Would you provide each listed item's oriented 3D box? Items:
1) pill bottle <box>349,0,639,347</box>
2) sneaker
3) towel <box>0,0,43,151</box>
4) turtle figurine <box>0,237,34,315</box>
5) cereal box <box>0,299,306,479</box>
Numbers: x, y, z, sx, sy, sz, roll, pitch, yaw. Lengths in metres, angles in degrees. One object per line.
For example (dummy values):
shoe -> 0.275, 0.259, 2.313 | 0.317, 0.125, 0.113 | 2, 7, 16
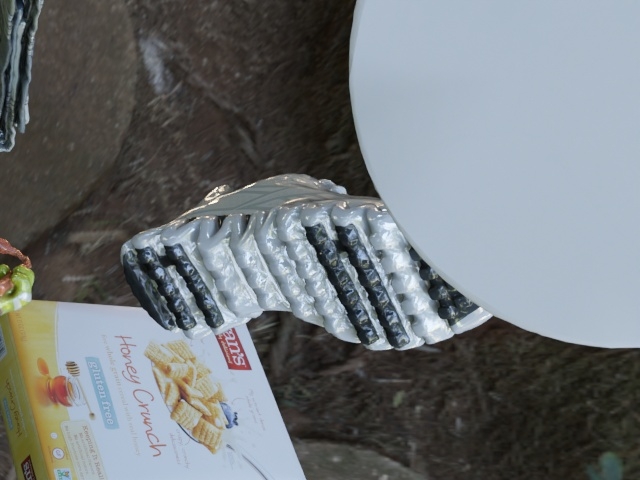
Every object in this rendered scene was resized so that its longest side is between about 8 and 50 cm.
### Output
pill bottle -> 0.173, -0.089, 0.502 | 0.363, 0.210, 0.210 | -24, 91, -55
sneaker -> 0.000, 0.000, 0.788 | 0.118, 0.292, 0.110 | -47, 127, -42
towel -> -0.352, -0.302, 1.313 | 0.056, 0.312, 0.324 | -3, 62, -22
turtle figurine -> -0.288, 0.062, 0.695 | 0.270, 0.217, 0.087 | 2, 116, -32
cereal box -> -0.137, 0.134, 0.938 | 0.240, 0.047, 0.173 | 6, 50, -43
